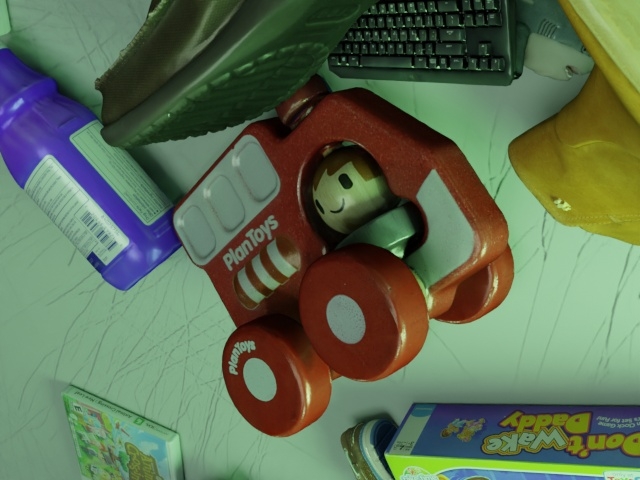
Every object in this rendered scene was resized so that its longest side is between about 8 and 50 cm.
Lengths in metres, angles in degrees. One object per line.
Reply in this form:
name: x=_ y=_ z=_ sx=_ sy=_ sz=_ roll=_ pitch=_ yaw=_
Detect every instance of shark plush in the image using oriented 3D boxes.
shark plush: x=0.136 y=-0.183 z=0.545 sx=0.067 sy=0.073 sz=0.161 roll=-21 pitch=93 yaw=16

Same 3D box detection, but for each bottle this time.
bottle: x=-0.259 y=-0.080 z=0.818 sx=0.283 sy=0.092 sz=0.118 roll=49 pitch=143 yaw=-6

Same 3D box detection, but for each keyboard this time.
keyboard: x=0.060 y=-0.165 z=0.559 sx=0.180 sy=0.023 sz=0.108 roll=16 pitch=116 yaw=48

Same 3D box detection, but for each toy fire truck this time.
toy fire truck: x=0.000 y=0.000 z=0.683 sx=0.302 sy=0.169 sz=0.254 roll=-42 pitch=76 yaw=42

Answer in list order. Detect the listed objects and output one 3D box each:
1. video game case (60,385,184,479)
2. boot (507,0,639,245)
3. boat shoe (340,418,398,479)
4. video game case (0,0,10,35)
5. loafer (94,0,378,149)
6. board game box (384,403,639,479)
video game case: x=-0.283 y=0.323 z=1.169 sx=0.193 sy=0.023 sz=0.212 roll=18 pitch=129 yaw=21
boot: x=0.171 y=-0.071 z=0.471 sx=0.295 sy=0.104 sz=0.211 roll=34 pitch=166 yaw=-21
boat shoe: x=0.082 y=0.277 z=0.884 sx=0.066 sy=0.066 sz=0.183 roll=-17 pitch=101 yaw=44
video game case: x=-0.398 y=-0.309 z=0.795 sx=0.190 sy=0.022 sz=0.173 roll=21 pitch=130 yaw=19
loafer: x=-0.044 y=-0.184 z=0.553 sx=0.366 sy=0.134 sz=0.130 roll=-31 pitch=83 yaw=37
board game box: x=0.260 y=0.268 z=0.749 sx=0.347 sy=0.078 sz=0.233 roll=-8 pitch=116 yaw=36
